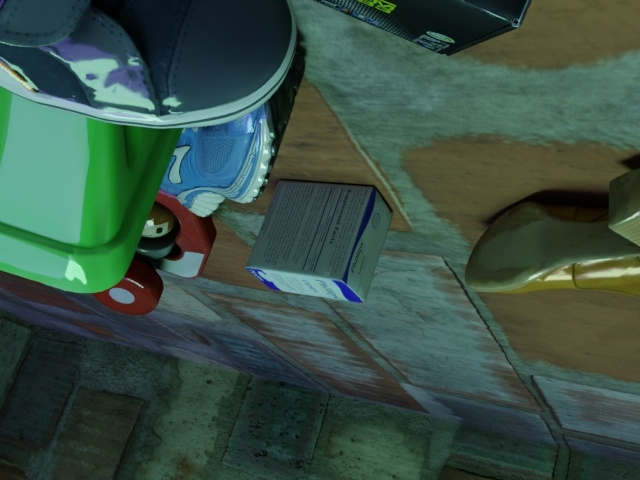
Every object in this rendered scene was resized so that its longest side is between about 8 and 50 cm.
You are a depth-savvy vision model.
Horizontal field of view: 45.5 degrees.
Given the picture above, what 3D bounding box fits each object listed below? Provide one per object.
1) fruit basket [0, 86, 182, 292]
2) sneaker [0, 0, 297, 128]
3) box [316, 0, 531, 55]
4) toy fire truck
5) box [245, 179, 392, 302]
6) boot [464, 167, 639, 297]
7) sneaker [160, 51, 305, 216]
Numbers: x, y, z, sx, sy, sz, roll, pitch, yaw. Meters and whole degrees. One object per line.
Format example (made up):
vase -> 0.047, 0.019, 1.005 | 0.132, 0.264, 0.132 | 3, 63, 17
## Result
fruit basket -> -0.294, -0.103, 0.576 | 0.392, 0.283, 0.392 | 5, 137, 5
sneaker -> -0.156, -0.146, 0.337 | 0.321, 0.126, 0.127 | 20, 172, -11
box -> 0.018, -0.172, 0.462 | 0.191, 0.045, 0.184 | 21, -170, -6
toy fire truck -> -0.286, -0.050, 1.028 | 0.302, 0.169, 0.254 | 20, 142, -7
box -> 0.000, 0.000, 0.923 | 0.137, 0.126, 0.072 | 7, 156, 30
boot -> 0.306, 0.032, 0.774 | 0.211, 0.104, 0.295 | 26, 155, -19
sneaker -> -0.126, -0.109, 0.745 | 0.147, 0.129, 0.330 | 23, 160, -21
